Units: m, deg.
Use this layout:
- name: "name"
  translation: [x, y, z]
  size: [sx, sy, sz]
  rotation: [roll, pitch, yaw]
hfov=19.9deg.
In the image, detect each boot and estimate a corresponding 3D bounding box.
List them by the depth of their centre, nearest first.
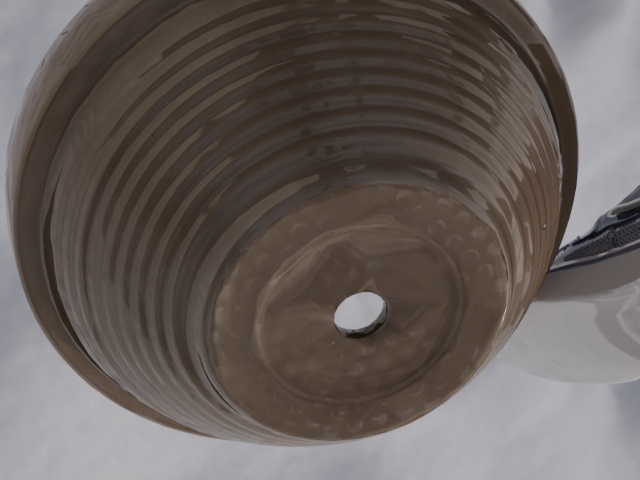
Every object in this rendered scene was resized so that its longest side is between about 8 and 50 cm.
- name: "boot"
  translation: [0.152, 0.001, 0.800]
  size: [0.069, 0.190, 0.086]
  rotation: [38, 55, -22]

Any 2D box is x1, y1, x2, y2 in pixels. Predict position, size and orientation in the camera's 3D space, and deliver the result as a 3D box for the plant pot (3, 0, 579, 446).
- name: "plant pot"
  translation: [0.000, 0.000, 0.713]
  size: [0.237, 0.110, 0.237]
  rotation: [-7, 123, -12]
